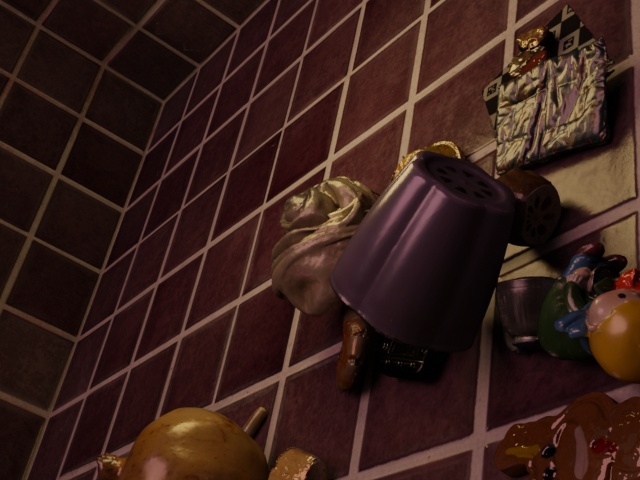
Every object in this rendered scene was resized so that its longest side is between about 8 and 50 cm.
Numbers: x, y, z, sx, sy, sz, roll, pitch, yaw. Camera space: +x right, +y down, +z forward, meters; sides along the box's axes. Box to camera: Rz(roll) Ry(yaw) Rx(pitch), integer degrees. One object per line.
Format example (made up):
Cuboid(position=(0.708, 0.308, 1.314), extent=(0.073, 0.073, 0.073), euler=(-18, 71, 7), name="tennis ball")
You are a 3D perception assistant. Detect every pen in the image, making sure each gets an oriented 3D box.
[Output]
Cuboid(position=(-0.183, 0.458, 2.020), extent=(0.040, 0.032, 0.233), euler=(38, 97, 42), name="pen")

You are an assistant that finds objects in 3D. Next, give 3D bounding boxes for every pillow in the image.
Cuboid(position=(0.396, -0.226, 1.634), extent=(0.256, 0.034, 0.188), euler=(-20, 63, 54), name="pillow")

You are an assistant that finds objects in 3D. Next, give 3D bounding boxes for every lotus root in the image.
Cuboid(position=(0.335, -0.053, 1.529), extent=(0.081, 0.112, 0.122), euler=(25, 116, 55), name="lotus root")

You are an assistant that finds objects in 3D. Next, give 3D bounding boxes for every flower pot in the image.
Cuboid(position=(0.177, 0.007, 1.465), extent=(0.265, 0.265, 0.243), euler=(-103, 33, -56), name="flower pot")

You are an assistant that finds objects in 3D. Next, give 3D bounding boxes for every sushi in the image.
Cuboid(position=(0.397, -0.307, 1.761), extent=(0.264, 0.050, 0.290), euler=(-46, 29, 27), name="sushi")

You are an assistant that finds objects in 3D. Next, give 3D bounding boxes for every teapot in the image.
Cuboid(position=(0.304, 0.113, 1.409), extent=(0.149, 0.111, 0.108), euler=(-13, 71, 48), name="teapot")

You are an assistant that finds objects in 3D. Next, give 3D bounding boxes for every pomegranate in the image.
Cuboid(position=(-0.269, 0.487, 1.791), extent=(0.342, 0.343, 0.342), euler=(-43, 30, 32), name="pomegranate")

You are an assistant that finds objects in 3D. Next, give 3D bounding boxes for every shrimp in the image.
Cuboid(position=(0.067, 0.171, 1.832), extent=(0.294, 0.062, 0.154), euler=(-74, 5, -48), name="shrimp")

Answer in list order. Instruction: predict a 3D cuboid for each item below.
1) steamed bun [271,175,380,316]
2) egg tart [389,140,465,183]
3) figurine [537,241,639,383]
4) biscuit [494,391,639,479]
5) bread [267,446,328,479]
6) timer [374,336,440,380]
Cuboid(position=(0.000, 0.000, 1.874), extent=(0.280, 0.207, 0.268), euler=(-48, 3, -6), name="steamed bun")
Cuboid(position=(0.203, -0.111, 1.870), extent=(0.212, 0.090, 0.212), euler=(-43, 32, 36), name="egg tart")
Cuboid(position=(0.401, 0.094, 1.248), extent=(0.185, 0.127, 0.234), euler=(-57, 14, -13), name="figurine")
Cuboid(position=(0.337, 0.287, 1.231), extent=(0.295, 0.044, 0.186), euler=(-38, 35, 39), name="biscuit")
Cuboid(position=(-0.043, 0.451, 1.714), extent=(0.106, 0.082, 0.125), euler=(7, 58, 52), name="bread")
Cuboid(position=(0.178, 0.158, 1.657), extent=(0.144, 0.055, 0.187), euler=(-4, 55, 58), name="timer")
